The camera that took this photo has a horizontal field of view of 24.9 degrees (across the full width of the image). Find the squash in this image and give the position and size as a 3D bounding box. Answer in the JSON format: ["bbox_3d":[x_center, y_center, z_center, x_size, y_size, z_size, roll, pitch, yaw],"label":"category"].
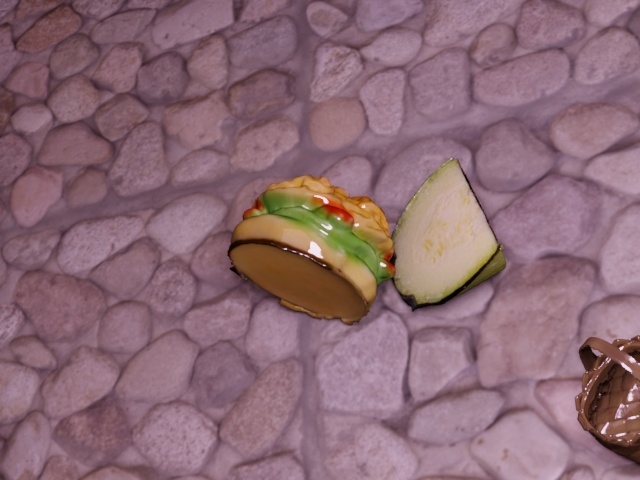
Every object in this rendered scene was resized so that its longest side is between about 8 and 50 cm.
[{"bbox_3d":[0.183,0.011,1.986,0.184,0.085,0.192,-47,44,30],"label":"squash"}]

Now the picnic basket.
[{"bbox_3d":[0.366,0.177,1.716,0.128,0.178,0.138,29,76,36],"label":"picnic basket"}]

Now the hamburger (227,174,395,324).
[{"bbox_3d":[0.000,0.000,1.977,0.237,0.237,0.149,12,64,31],"label":"hamburger"}]
